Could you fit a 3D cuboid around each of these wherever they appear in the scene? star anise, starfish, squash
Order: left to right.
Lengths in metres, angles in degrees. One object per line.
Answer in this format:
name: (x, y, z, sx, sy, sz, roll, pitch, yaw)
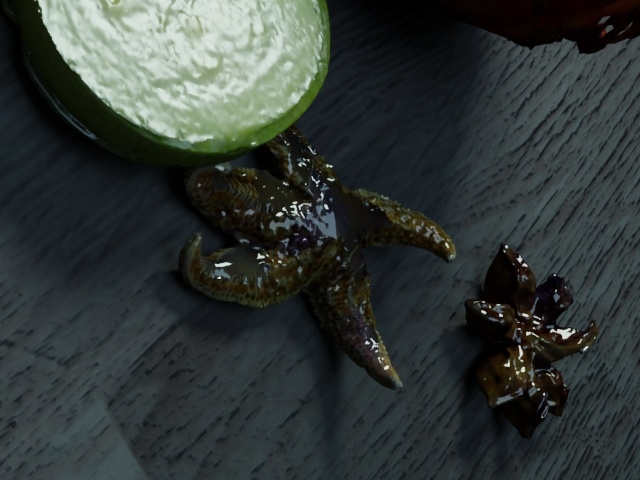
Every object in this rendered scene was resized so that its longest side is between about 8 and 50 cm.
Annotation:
squash: (-0.088, -0.152, 0.766, 0.219, 0.041, 0.219, 11, 69, -32)
starfish: (-0.001, 0.000, 0.864, 0.238, 0.071, 0.216, -5, 92, -36)
star anise: (0.170, 0.085, 1.046, 0.168, 0.057, 0.168, 6, 80, -38)

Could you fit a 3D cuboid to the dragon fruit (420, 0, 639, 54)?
dragon fruit: (0.155, -0.294, 0.919, 0.301, 0.295, 0.296, 39, 57, -34)
